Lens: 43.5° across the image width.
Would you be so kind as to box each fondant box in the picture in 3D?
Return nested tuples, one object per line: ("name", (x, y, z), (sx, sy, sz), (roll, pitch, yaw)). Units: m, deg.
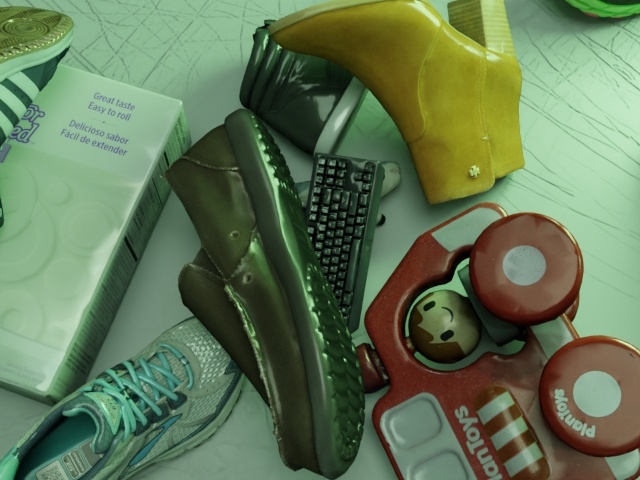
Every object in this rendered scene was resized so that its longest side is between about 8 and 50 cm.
("fondant box", (-0.307, -0.022, 0.830), (0.238, 0.096, 0.330), (18, 68, 5))

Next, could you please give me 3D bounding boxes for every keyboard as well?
("keyboard", (0.000, 0.000, 0.832), (0.108, 0.023, 0.180), (9, 88, 17))

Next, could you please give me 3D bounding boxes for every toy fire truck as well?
("toy fire truck", (0.158, 0.127, 0.763), (0.254, 0.169, 0.302), (-29, 71, 7))

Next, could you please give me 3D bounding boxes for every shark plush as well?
("shark plush", (0.010, -0.054, 0.890), (0.161, 0.073, 0.067), (-12, 45, 10))

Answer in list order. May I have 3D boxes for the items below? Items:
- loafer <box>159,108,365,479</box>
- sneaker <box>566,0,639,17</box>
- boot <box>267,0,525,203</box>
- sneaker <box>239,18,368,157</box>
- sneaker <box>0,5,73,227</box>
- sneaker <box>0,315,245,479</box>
("loafer", (-0.060, 0.055, 0.764), (0.130, 0.134, 0.366), (-23, 65, 10))
("sneaker", (0.501, -0.418, 0.951), (0.482, 0.202, 0.185), (-27, 73, -11))
("boot", (0.096, -0.141, 0.825), (0.295, 0.104, 0.211), (-11, 97, -28))
("sneaker", (0.010, -0.243, 0.918), (0.147, 0.104, 0.296), (27, 75, 3))
("sneaker", (-0.324, -0.114, 0.774), (0.099, 0.153, 0.282), (13, 38, 7))
("sneaker", (-0.177, 0.165, 0.744), (0.283, 0.122, 0.110), (-41, 75, -19))
